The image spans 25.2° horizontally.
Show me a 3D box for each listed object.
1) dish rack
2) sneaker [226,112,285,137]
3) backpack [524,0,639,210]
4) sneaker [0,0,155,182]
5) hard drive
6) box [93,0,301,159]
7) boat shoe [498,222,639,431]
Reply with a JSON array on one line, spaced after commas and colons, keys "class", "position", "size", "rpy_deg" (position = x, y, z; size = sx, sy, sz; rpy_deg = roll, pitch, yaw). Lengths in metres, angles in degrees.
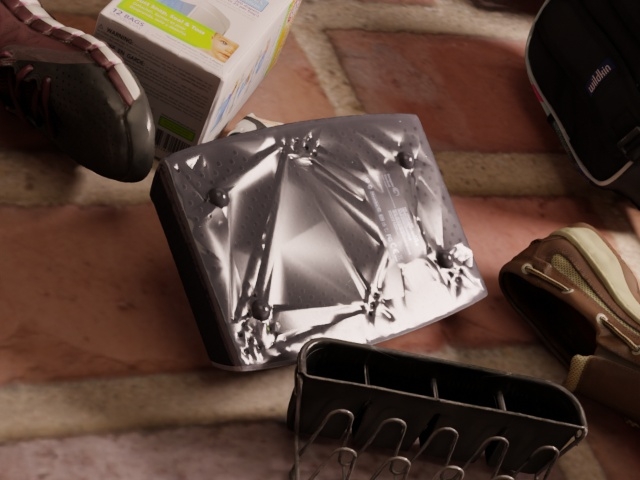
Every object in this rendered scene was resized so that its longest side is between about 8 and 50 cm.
[{"class": "dish rack", "position": [0.079, 0.197, 0.902], "size": [0.208, 0.074, 0.271], "rpy_deg": [11, 42, -14]}, {"class": "sneaker", "position": [-0.021, -0.076, 1.174], "size": [0.109, 0.040, 0.043], "rpy_deg": [22, 38, -3]}, {"class": "backpack", "position": [0.312, -0.164, 1.296], "size": [0.191, 0.225, 0.253], "rpy_deg": [21, 30, -39]}, {"class": "sneaker", "position": [-0.256, -0.113, 1.068], "size": [0.162, 0.106, 0.281], "rpy_deg": [-22, 47, -35]}, {"class": "hard drive", "position": [0.000, 0.000, 1.040], "size": [0.255, 0.054, 0.172], "rpy_deg": [-14, 79, -43]}, {"class": "box", "position": [-0.103, -0.167, 1.183], "size": [0.114, 0.103, 0.203], "rpy_deg": [28, 40, 3]}, {"class": "boat shoe", "position": [0.224, 0.099, 1.078], "size": [0.095, 0.095, 0.257], "rpy_deg": [-19, 49, -22]}]
